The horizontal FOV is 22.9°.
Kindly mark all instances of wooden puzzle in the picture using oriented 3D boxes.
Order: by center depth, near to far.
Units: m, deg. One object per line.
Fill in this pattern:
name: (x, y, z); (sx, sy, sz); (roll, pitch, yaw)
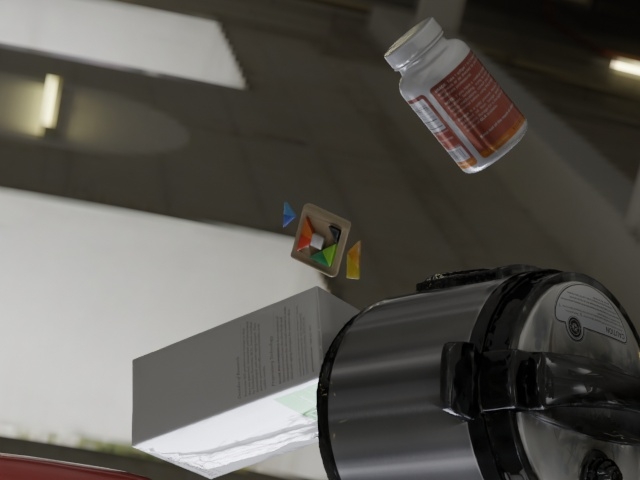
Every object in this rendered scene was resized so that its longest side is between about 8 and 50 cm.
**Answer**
wooden puzzle: (0.000, 0.000, 1.900); (0.116, 0.079, 0.014); (18, -162, 26)

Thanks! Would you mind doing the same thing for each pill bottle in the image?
pill bottle: (0.194, -0.214, 2.303); (0.216, 0.121, 0.121); (50, -169, -12)

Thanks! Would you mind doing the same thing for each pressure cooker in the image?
pressure cooker: (0.254, 0.229, 2.110); (0.420, 0.375, 0.370); (-13, -159, 43)

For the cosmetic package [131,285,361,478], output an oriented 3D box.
cosmetic package: (-0.088, 0.218, 2.366); (0.365, 0.155, 0.197); (-25, 144, 31)

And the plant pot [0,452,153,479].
plant pot: (-0.308, 0.337, 1.598); (0.243, 0.275, 0.275); (31, 180, -42)
